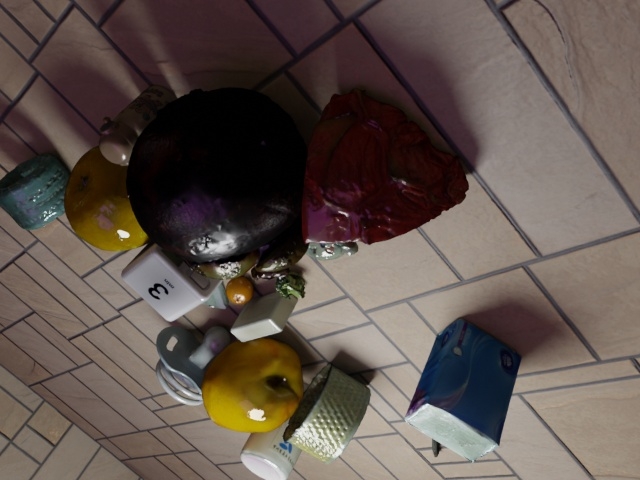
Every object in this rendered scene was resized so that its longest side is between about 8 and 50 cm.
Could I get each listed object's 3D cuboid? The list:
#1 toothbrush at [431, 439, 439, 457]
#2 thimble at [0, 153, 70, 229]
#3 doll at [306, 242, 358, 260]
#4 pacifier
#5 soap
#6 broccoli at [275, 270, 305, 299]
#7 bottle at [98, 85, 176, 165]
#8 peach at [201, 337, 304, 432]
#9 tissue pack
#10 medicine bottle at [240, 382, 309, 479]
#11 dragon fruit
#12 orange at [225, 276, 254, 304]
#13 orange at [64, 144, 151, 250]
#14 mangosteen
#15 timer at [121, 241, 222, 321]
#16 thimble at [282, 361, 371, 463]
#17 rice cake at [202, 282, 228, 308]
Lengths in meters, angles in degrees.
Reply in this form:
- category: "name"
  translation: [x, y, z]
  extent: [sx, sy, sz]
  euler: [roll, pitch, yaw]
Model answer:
- category: "toothbrush"
  translation: [0.345, 0.567, 1.995]
  extent: [0.031, 0.030, 0.297]
  euler: [3, 133, 15]
- category: "thimble"
  translation: [-0.791, -0.138, 1.848]
  extent: [0.235, 0.198, 0.143]
  euler: [32, 157, 55]
- category: "doll"
  translation: [0.000, 0.000, 1.599]
  extent: [0.214, 0.071, 0.103]
  euler: [4, 121, 39]
- category: "pacifier"
  translation: [-0.376, 0.368, 2.117]
  extent: [0.299, 0.244, 0.233]
  euler: [39, 109, -12]
- category: "soap"
  translation: [-0.159, 0.213, 1.871]
  extent: [0.183, 0.121, 0.064]
  euler: [-22, 118, 42]
- category: "broccoli"
  translation: [-0.077, 0.119, 1.752]
  extent: [0.092, 0.095, 0.097]
  euler: [24, 133, 28]
- category: "bottle"
  translation: [-0.410, -0.259, 1.476]
  extent: [0.097, 0.209, 0.110]
  euler: [-3, 129, 33]
- category: "peach"
  translation: [-0.211, 0.432, 1.988]
  extent: [0.308, 0.289, 0.289]
  euler: [-19, 119, 47]
- category: "tissue pack"
  translation: [0.349, 0.355, 1.596]
  extent: [0.198, 0.263, 0.146]
  euler: [32, 139, 0]
- category: "medicine bottle"
  translation: [-0.120, 0.602, 2.110]
  extent: [0.170, 0.293, 0.170]
  euler: [18, 140, 16]
- category: "dragon fruit"
  translation: [0.134, -0.148, 1.329]
  extent: [0.330, 0.240, 0.302]
  euler: [3, 107, 0]
- category: "orange"
  translation: [-0.230, 0.143, 1.882]
  extent: [0.083, 0.070, 0.083]
  euler: [13, 137, 13]
- category: "orange"
  translation: [-0.501, -0.106, 1.654]
  extent: [0.279, 0.279, 0.235]
  euler: [-9, 159, 37]
- category: "mangosteen"
  translation: [-0.172, -0.115, 1.359]
  extent: [0.421, 0.381, 0.381]
  euler: [36, 140, -16]
- category: "timer"
  translation: [-0.367, 0.066, 1.740]
  extent: [0.192, 0.194, 0.195]
  euler: [46, 136, -13]
- category: "thimble"
  translation: [0.020, 0.507, 1.951]
  extent: [0.150, 0.270, 0.271]
  euler: [32, 140, -3]
- category: "rice cake"
  translation: [-0.337, 0.123, 1.951]
  extent: [0.124, 0.038, 0.211]
  euler: [9, 135, 23]
